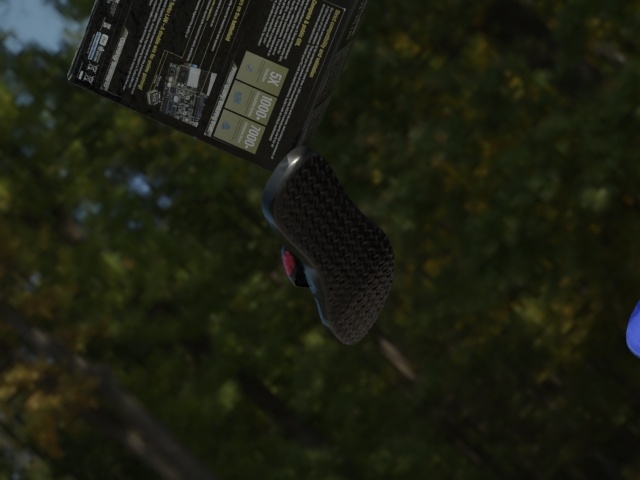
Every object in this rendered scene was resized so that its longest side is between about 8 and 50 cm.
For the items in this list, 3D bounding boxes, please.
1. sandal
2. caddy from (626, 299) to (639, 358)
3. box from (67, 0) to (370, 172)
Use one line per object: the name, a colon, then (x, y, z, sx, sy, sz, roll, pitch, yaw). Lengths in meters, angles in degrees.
sandal: (0.000, 0.000, 1.052, 0.067, 0.040, 0.179, -54, -36, -19)
caddy: (0.379, 0.008, 1.256, 0.341, 0.179, 0.241, -45, 23, 58)
box: (-0.047, -0.153, 1.027, 0.077, 0.147, 0.180, -53, -14, -72)
